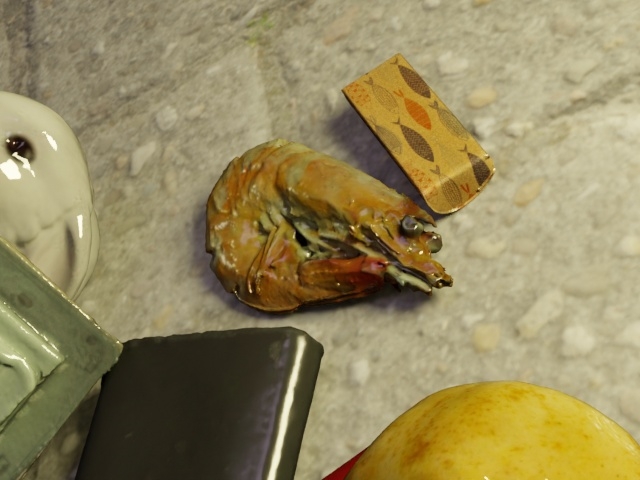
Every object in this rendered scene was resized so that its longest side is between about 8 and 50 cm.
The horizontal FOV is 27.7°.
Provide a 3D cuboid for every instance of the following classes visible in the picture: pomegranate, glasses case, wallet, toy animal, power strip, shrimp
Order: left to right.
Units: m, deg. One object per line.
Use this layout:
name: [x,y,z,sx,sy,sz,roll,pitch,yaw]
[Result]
toy animal: [-0.343,0.036,1.248,0.357,0.194,0.258,-45,84,8]
power strip: [-0.307,0.099,1.119,0.198,0.213,0.064,-51,1,12]
wallet: [-0.128,0.265,1.025,0.228,0.062,0.406,-7,58,34]
shrimp: [0.001,0.000,1.111,0.294,0.062,0.154,19,86,46]
glasses case: [0.084,-0.092,1.117,0.065,0.041,0.170,-33,45,0]
pomegranate: [0.106,0.200,0.775,0.233,0.233,0.233,-20,51,27]

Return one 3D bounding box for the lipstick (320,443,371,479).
lipstick: [0.000,0.211,0.908,0.241,0.080,0.080,-34,44,-6]
